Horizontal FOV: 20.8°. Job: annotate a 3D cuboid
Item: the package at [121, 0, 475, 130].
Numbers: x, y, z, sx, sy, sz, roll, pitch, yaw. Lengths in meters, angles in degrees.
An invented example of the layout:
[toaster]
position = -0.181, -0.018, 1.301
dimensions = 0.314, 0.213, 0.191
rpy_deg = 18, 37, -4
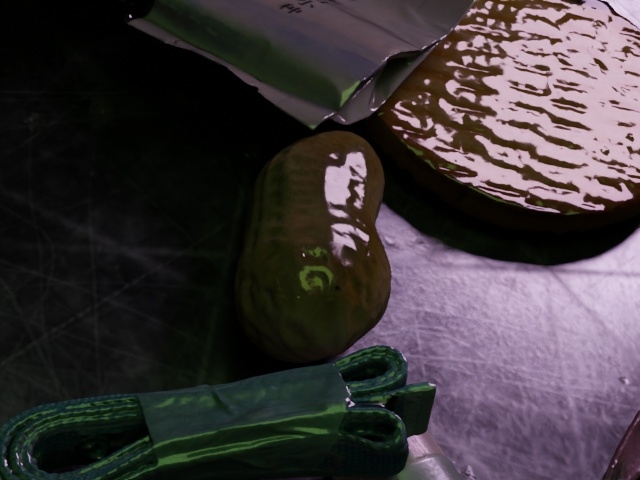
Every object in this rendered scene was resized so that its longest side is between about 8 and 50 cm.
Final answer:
[package]
position = -0.017, -0.180, 1.467
dimensions = 0.204, 0.062, 0.251
rpy_deg = 30, 41, 21

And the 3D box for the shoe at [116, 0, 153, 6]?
[shoe]
position = -0.124, -0.403, 1.463
dimensions = 0.237, 0.384, 0.171
rpy_deg = 40, 8, 13

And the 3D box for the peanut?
[peanut]
position = 0.000, 0.000, 1.322
dimensions = 0.120, 0.110, 0.236
rpy_deg = 15, 40, -2

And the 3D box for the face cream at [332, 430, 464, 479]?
[face cream]
position = 0.081, 0.210, 1.208
dimensions = 0.084, 0.057, 0.198
rpy_deg = -18, 58, -27

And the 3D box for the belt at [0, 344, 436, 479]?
[belt]
position = -0.070, 0.138, 1.168
dimensions = 0.302, 0.072, 0.087
rpy_deg = -9, 50, -10

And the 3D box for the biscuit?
[biscuit]
position = 0.173, -0.132, 1.531
dimensions = 0.318, 0.040, 0.318
rpy_deg = 9, 49, -11

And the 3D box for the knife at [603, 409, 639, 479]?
[knife]
position = 0.278, 0.124, 1.377
dimensions = 0.035, 0.018, 0.247
rpy_deg = 36, 52, 7
